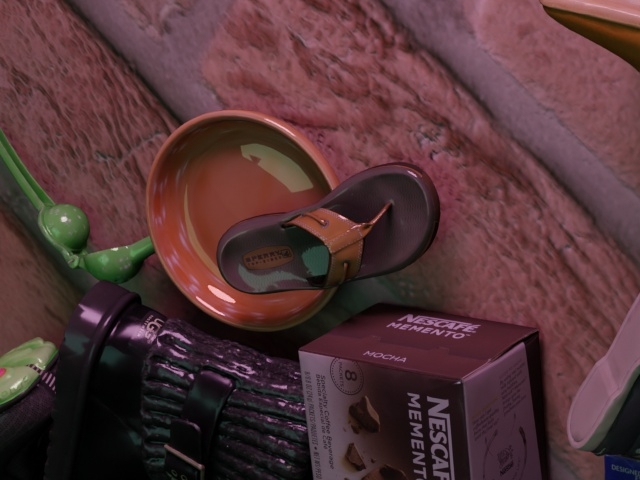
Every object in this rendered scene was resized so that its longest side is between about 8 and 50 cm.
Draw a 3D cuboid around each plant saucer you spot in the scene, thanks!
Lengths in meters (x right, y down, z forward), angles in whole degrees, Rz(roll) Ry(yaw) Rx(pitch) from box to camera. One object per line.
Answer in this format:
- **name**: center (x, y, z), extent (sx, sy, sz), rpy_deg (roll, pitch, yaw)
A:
- **plant saucer**: center (-0.059, -0.020, 1.625), extent (0.200, 0.037, 0.200), rpy_deg (10, 112, 25)

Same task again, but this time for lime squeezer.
- **lime squeezer**: center (-0.219, -0.023, 1.758), extent (0.310, 0.059, 0.110), rpy_deg (21, 120, 32)

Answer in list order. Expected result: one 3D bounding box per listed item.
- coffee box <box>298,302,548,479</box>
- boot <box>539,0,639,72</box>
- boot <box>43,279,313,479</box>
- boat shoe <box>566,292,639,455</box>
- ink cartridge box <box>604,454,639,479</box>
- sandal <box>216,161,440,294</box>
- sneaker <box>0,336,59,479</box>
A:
- **coffee box**: center (0.093, 0.217, 1.560), extent (0.168, 0.119, 0.297), rpy_deg (9, 113, 37)
- **boot**: center (0.277, -0.058, 1.295), extent (0.295, 0.104, 0.211), rpy_deg (17, 119, 19)
- **boot**: center (-0.113, 0.209, 1.719), extent (0.260, 0.131, 0.348), rpy_deg (22, 139, 11)
- **boat shoe**: center (0.264, 0.088, 1.427), extent (0.065, 0.075, 0.206), rpy_deg (19, 124, -19)
- **ink cartridge box**: center (0.292, 0.364, 1.503), extent (0.175, 0.069, 0.371), rpy_deg (11, 112, 35)
- **sandal**: center (0.000, 0.000, 1.542), extent (0.219, 0.060, 0.090), rpy_deg (-13, 103, 28)
- **sneaker**: center (-0.312, 0.280, 1.896), extent (0.202, 0.185, 0.483), rpy_deg (34, 135, 13)
